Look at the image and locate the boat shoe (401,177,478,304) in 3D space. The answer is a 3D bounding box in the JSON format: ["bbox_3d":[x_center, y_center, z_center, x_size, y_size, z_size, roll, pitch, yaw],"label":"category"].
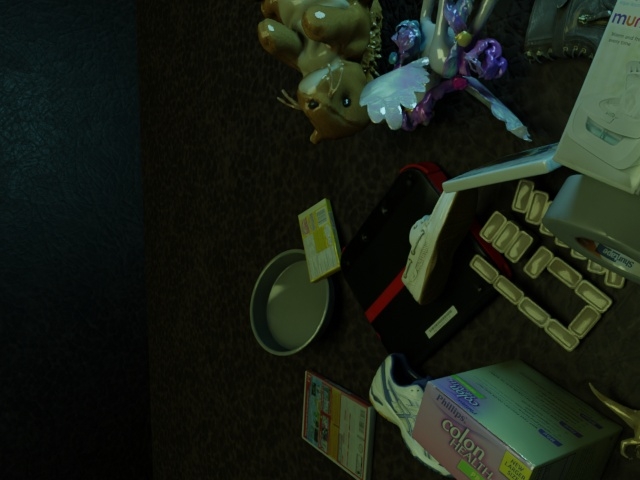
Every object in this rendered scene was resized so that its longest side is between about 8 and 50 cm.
[{"bbox_3d":[0.215,-0.007,1.110,0.096,0.098,0.277,42,128,38],"label":"boat shoe"}]

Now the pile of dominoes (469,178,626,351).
[{"bbox_3d":[0.396,0.035,0.996,0.251,0.040,0.196,45,122,29],"label":"pile of dominoes"}]

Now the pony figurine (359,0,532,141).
[{"bbox_3d":[0.234,-0.334,1.049,0.351,0.303,0.363,-89,12,-63],"label":"pony figurine"}]

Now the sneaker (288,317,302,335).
[{"bbox_3d":[-0.027,0.236,1.607,0.118,0.067,0.042,-31,60,18],"label":"sneaker"}]

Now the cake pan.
[{"bbox_3d":[-0.075,0.170,1.576,0.293,0.054,0.293,-16,65,37],"label":"cake pan"}]

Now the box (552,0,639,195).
[{"bbox_3d":[0.452,-0.178,0.709,0.127,0.262,0.231,39,123,47],"label":"box"}]

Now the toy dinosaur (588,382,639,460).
[{"bbox_3d":[0.494,0.289,0.870,0.183,0.053,0.092,20,93,45],"label":"toy dinosaur"}]

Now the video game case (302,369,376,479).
[{"bbox_3d":[0.042,0.486,1.526,0.285,0.025,0.204,14,103,53],"label":"video game case"}]

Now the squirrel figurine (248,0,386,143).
[{"bbox_3d":[0.041,-0.400,1.239,0.281,0.397,0.370,-16,88,25],"label":"squirrel figurine"}]

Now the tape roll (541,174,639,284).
[{"bbox_3d":[0.422,-0.004,0.789,0.219,0.219,0.072,33,92,49],"label":"tape roll"}]

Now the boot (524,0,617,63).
[{"bbox_3d":[0.422,-0.303,0.913,0.229,0.091,0.263,20,104,58],"label":"boot"}]

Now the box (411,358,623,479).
[{"bbox_3d":[0.317,0.315,0.940,0.213,0.243,0.117,35,119,48],"label":"box"}]

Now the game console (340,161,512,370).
[{"bbox_3d":[0.205,0.059,1.261,0.342,0.060,0.386,59,137,26],"label":"game console"}]

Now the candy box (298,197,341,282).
[{"bbox_3d":[0.000,0.000,1.514,0.105,0.027,0.205,-32,56,35],"label":"candy box"}]

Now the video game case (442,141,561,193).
[{"bbox_3d":[0.334,-0.126,0.950,0.201,0.183,0.023,-9,102,55],"label":"video game case"}]

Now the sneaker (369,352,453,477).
[{"bbox_3d":[0.216,0.353,1.181,0.296,0.112,0.131,37,123,39],"label":"sneaker"}]
